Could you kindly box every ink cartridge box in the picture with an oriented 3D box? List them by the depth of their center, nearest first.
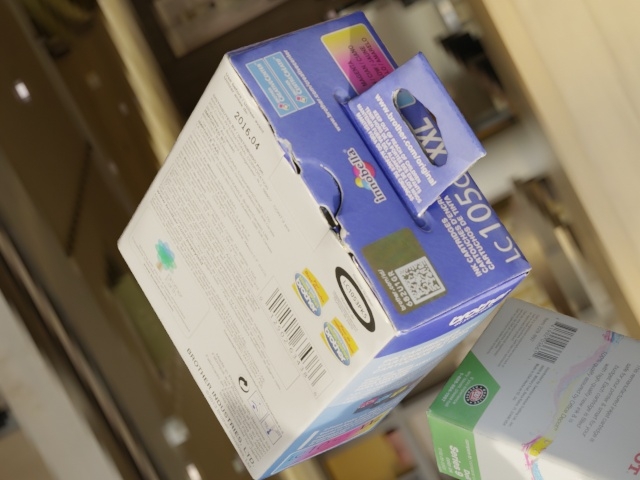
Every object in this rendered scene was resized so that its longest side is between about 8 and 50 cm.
[{"bbox_3d":[0.000,0.000,1.434,0.270,0.151,0.395,58,149,14],"label":"ink cartridge box"},{"bbox_3d":[0.223,0.157,1.477,0.212,0.154,0.093,17,141,30],"label":"ink cartridge box"}]
